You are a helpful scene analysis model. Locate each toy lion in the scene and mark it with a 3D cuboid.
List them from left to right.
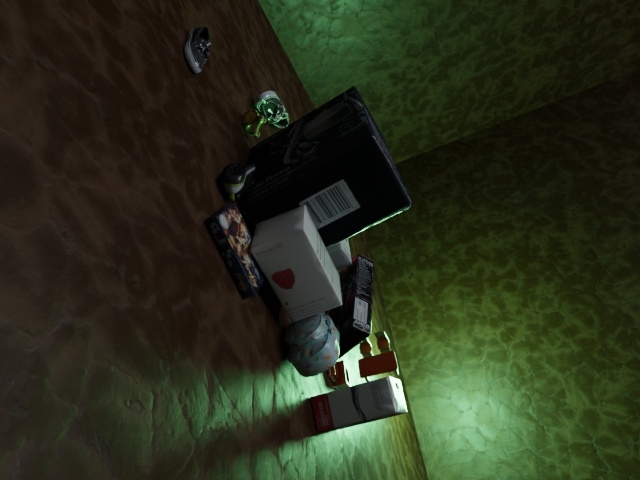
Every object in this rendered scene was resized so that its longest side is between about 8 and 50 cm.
[{"bbox_3d":[-0.271,-0.468,1.788,0.100,0.096,0.034,-67,160,-3],"label":"toy lion"}]

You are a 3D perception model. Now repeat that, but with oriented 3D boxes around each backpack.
[{"bbox_3d":[-0.027,0.326,1.420,0.144,0.166,0.188,60,13,-29],"label":"backpack"}]

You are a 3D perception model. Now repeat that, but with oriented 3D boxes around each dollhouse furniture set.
[{"bbox_3d":[0.170,0.494,1.750,0.262,0.259,0.135,-96,164,-46],"label":"dollhouse furniture set"}]

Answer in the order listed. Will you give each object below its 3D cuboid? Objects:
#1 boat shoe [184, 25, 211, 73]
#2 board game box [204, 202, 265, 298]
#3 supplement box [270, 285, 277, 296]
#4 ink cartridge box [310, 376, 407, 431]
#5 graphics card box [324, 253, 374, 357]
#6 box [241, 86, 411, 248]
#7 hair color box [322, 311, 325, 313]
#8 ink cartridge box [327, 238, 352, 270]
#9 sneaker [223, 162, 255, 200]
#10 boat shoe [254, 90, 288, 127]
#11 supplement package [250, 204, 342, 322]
[{"bbox_3d":[-0.403,-0.651,1.524,0.080,0.076,0.228,55,20,-46],"label":"boat shoe"},{"bbox_3d":[-0.234,0.024,1.300,0.165,0.042,0.243,-70,138,-70],"label":"board game box"},{"bbox_3d":[-0.141,0.137,1.514,0.062,0.036,0.098,49,24,-57],"label":"supplement box"},{"bbox_3d":[0.134,0.547,1.504,0.197,0.273,0.114,44,29,-61],"label":"ink cartridge box"},{"bbox_3d":[0.107,0.256,1.786,0.094,0.233,0.371,28,42,-18],"label":"graphics card box"},{"bbox_3d":[0.009,-0.238,1.608,0.297,0.480,0.472,54,17,-31],"label":"box"},{"bbox_3d":[0.031,0.282,1.970,0.141,0.043,0.072,30,42,-68],"label":"hair color box"},{"bbox_3d":[0.000,0.000,1.897,0.289,0.211,0.121,-98,160,-44],"label":"ink cartridge box"},{"bbox_3d":[-0.267,-0.187,1.455,0.235,0.084,0.097,-74,167,-67],"label":"sneaker"},{"bbox_3d":[-0.216,-0.595,2.101,0.105,0.113,0.306,57,3,7],"label":"boat shoe"},{"bbox_3d":[-0.069,0.073,1.411,0.175,0.177,0.293,-92,158,-61],"label":"supplement package"}]
